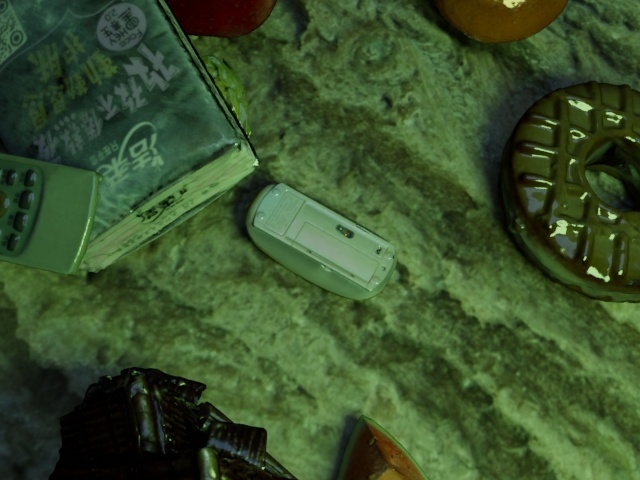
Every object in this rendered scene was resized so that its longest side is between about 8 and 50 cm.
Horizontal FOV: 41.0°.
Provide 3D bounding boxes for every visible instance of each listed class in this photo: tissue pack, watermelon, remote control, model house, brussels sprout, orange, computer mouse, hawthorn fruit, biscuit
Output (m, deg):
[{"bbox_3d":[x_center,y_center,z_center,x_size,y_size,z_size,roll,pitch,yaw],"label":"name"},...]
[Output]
[{"bbox_3d":[-0.265,-0.174,1.023,0.259,0.122,0.361,-34,74,9],"label":"tissue pack"},{"bbox_3d":[0.064,0.256,0.949,0.125,0.094,0.135,-15,64,-10],"label":"watermelon"},{"bbox_3d":[-0.376,-0.042,0.953,0.286,0.038,0.123,13,86,18],"label":"remote control"},{"bbox_3d":[-0.099,0.249,0.810,0.297,0.282,0.317,-5,67,-14],"label":"model house"},{"bbox_3d":[-0.161,-0.155,1.099,0.139,0.100,0.180,-18,83,-15],"label":"brussels sprout"},{"bbox_3d":[0.261,-0.394,1.261,0.224,0.170,0.223,-1,78,6],"label":"orange"},{"bbox_3d":[0.000,0.001,1.083,0.199,0.045,0.102,28,62,3],"label":"computer mouse"},{"bbox_3d":[-0.125,-0.398,1.133,0.210,0.266,0.230,32,61,-22],"label":"hawthorn fruit"},{"bbox_3d":[0.400,-0.069,1.170,0.332,0.103,0.331,5,63,-10],"label":"biscuit"}]
